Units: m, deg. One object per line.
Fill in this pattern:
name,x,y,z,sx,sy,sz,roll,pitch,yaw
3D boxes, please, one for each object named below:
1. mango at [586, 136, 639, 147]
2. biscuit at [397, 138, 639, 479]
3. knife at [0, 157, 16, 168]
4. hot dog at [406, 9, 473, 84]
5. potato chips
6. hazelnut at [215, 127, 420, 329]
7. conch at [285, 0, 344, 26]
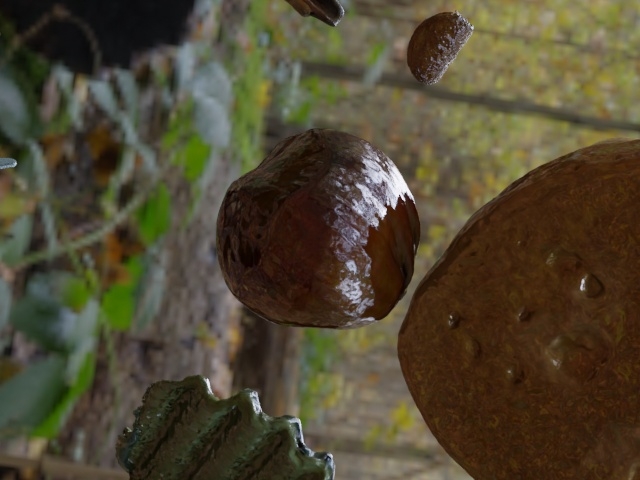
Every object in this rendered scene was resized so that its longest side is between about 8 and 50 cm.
mango,0.263,0.017,1.629,0.350,0.201,0.199,103,-20,-52
biscuit,0.261,0.103,1.383,0.365,0.385,0.062,62,31,-2
knife,-0.412,-0.056,1.562,0.260,0.063,0.035,-15,114,-42
hot dog,0.125,-0.207,1.746,0.083,0.058,0.035,-54,-142,12
potato chips,-0.090,0.321,1.834,0.070,0.358,0.429,-37,169,-37
hazelnut,0.000,0.000,1.390,0.204,0.178,0.178,-122,-141,-77
conch,-0.064,-0.323,1.897,0.086,0.232,0.080,-56,175,-17
